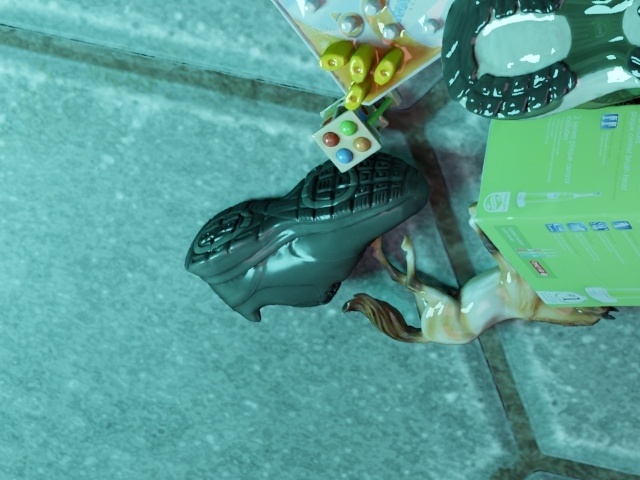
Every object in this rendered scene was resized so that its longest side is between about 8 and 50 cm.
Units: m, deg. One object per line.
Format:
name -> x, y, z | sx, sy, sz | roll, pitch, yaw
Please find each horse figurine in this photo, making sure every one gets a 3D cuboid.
horse figurine -> 0.160, 0.047, 1.837 | 0.263, 0.066, 0.174 | -23, 110, 16

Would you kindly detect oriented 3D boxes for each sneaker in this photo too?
sneaker -> 0.316, -0.187, 1.527 | 0.410, 0.182, 0.158 | 2, 95, 37
sneaker -> 0.000, 0.000, 1.828 | 0.286, 0.109, 0.130 | -20, 122, 30

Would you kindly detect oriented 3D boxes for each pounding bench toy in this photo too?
pounding bench toy -> 0.042, -0.119, 1.760 | 0.083, 0.065, 0.052 | -33, 110, 25

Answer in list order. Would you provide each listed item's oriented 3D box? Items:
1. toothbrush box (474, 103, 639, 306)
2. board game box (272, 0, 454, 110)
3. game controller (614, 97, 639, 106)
toothbrush box -> 0.317, -0.030, 1.631 | 0.283, 0.122, 0.206 | -1, 154, 30
board game box -> 0.064, -0.366, 1.598 | 0.390, 0.050, 0.390 | -33, 104, 26
game controller -> 0.366, -0.150, 1.683 | 0.167, 0.067, 0.319 | -14, 116, 18
